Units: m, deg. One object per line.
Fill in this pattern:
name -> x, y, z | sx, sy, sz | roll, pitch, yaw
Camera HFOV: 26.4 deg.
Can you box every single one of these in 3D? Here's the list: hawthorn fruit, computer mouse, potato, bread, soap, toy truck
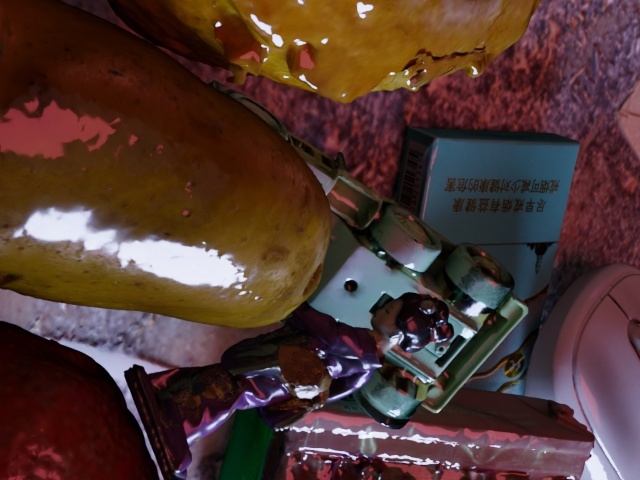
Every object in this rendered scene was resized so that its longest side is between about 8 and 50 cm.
hawthorn fruit -> -0.209, 0.167, 0.774 | 0.249, 0.215, 0.215 | -38, 127, -17
computer mouse -> 0.260, 0.170, 1.188 | 0.184, 0.121, 0.297 | -33, 133, -42
potato -> -0.152, -0.040, 0.704 | 0.369, 0.176, 0.195 | 21, 120, -28
bread -> 0.001, -0.256, 0.699 | 0.337, 0.204, 0.358 | -22, 113, -55
soap -> 0.064, 0.193, 1.022 | 0.273, 0.098, 0.218 | 10, 103, -24
toy truck -> -0.002, 0.000, 0.909 | 0.259, 0.135, 0.128 | 31, 110, -20

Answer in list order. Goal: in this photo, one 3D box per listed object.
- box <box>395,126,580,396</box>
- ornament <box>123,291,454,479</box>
box -> 0.118, 0.026, 1.089 | 0.162, 0.041, 0.229 | -2, 108, -38
ornament -> -0.020, 0.072, 0.836 | 0.203, 0.088, 0.081 | -28, 91, -2
